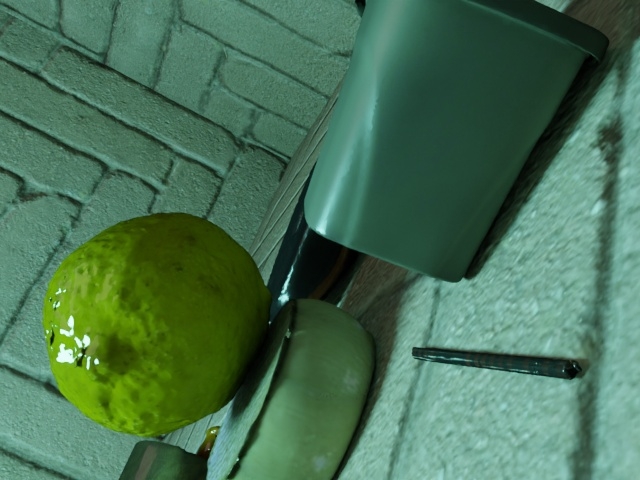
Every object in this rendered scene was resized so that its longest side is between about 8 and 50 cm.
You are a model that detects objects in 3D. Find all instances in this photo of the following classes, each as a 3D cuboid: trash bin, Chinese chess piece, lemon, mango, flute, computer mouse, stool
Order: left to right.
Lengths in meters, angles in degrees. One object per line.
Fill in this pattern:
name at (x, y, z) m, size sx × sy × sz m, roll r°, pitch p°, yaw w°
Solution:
stool at (-0.276, 0.483, 1.147) m, size 0.179 × 0.179 × 0.264 m, roll -51°, pitch 16°, yaw 53°
lemon at (-0.196, 0.097, 0.890) m, size 0.268 × 0.268 × 0.322 m, roll -58°, pitch -10°, yaw 26°
mango at (-0.201, 0.404, 1.323) m, size 0.077 × 0.063 × 0.127 m, roll -91°, pitch 24°, yaw -62°
Chinese chess piece at (-0.040, 0.200, 0.856) m, size 0.270 × 0.112 × 0.270 m, roll -61°, pitch 9°, yaw 16°
computer mouse at (0.005, 0.001, 1.165) m, size 0.183 × 0.116 × 0.323 m, roll -101°, pitch 32°, yaw -74°
trash bin at (0.105, -0.111, 0.687) m, size 0.219 × 0.220 × 0.250 m, roll -94°, pitch 25°, yaw -75°
flute at (0.124, 0.094, 0.560) m, size 0.014 × 0.014 × 0.269 m, roll -65°, pitch 9°, yaw -12°
